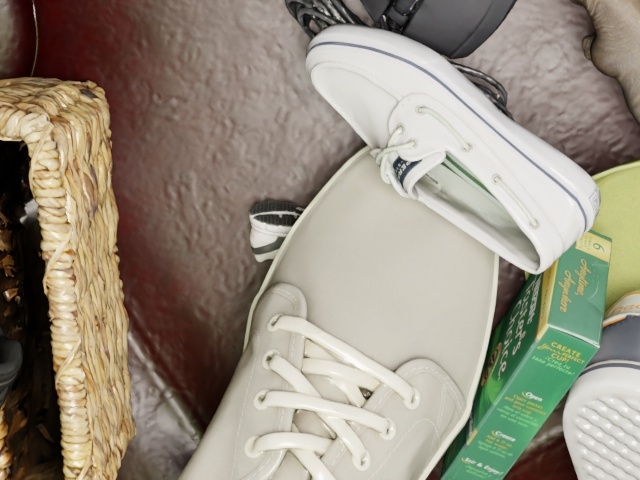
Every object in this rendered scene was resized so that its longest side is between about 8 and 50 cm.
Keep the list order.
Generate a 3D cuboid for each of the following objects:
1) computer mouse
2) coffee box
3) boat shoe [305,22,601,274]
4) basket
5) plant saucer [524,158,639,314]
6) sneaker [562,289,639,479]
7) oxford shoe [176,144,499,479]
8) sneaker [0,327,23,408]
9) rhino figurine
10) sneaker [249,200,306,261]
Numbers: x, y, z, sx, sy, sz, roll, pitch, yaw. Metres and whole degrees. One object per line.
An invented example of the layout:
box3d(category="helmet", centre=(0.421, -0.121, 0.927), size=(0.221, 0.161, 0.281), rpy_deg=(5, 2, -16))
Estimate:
box3d(category="computer mouse", centre=(0.086, -0.180, 0.940), size=(0.188, 0.072, 0.272), rpy_deg=(35, 134, 4))
box3d(category="coffee box", centre=(0.141, 0.085, 1.015), size=(0.040, 0.113, 0.184), rpy_deg=(24, 133, -3))
box3d(category="boat shoe", centre=(0.075, -0.063, 0.962), size=(0.226, 0.076, 0.083), rpy_deg=(32, 145, 15))
box3d(category="basket", centre=(-0.249, 0.047, 0.989), size=(0.214, 0.223, 0.299), rpy_deg=(-3, 103, 1))
box3d(category="plant saucer", centre=(0.265, 0.022, 1.024), size=(0.241, 0.037, 0.241), rpy_deg=(11, 137, 10))
box3d(category="sneaker", centre=(0.245, 0.178, 1.063), size=(0.126, 0.127, 0.321), rpy_deg=(7, 132, 20))
box3d(category="oxford shoe", centre=(0.002, 0.122, 0.958), size=(0.169, 0.130, 0.449), rpy_deg=(26, 73, 6))
box3d(category="sneaker", centre=(-0.273, -0.011, 0.877), size=(0.146, 0.102, 0.293), rpy_deg=(-35, 90, 35))
box3d(category="rhino figurine", centre=(0.222, -0.134, 1.006), size=(0.073, 0.106, 0.243), rpy_deg=(-39, 100, 7))
box3d(category="sneaker", centre=(0.000, 0.000, 1.076), size=(0.109, 0.040, 0.043), rpy_deg=(9, 124, -2))
